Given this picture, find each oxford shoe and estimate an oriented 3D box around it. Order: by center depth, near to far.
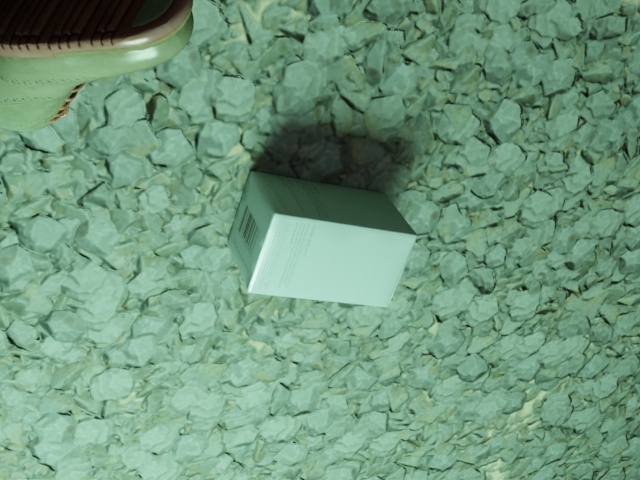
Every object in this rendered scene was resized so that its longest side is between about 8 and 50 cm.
[{"bbox_3d":[-0.229,-0.159,0.750,0.123,0.348,0.130,-63,142,-29],"label":"oxford shoe"}]

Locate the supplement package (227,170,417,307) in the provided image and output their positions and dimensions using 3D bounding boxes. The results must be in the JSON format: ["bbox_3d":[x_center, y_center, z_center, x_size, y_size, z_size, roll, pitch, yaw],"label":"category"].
[{"bbox_3d":[0.000,0.000,1.033,0.179,0.105,0.105,8,117,-25],"label":"supplement package"}]
